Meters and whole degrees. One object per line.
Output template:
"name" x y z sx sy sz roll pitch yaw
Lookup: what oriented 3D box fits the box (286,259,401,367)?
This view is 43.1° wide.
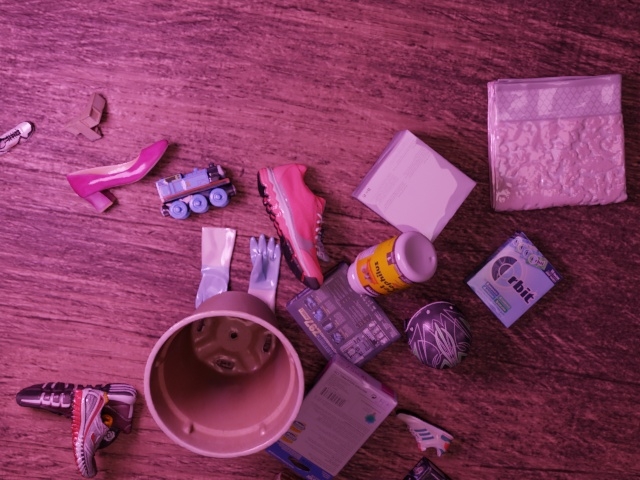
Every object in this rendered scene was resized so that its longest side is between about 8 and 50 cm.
"box" 0.056 0.193 1.967 0.183 0.059 0.233 -38 98 1

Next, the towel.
"towel" 0.570 -0.236 1.952 0.331 0.053 0.317 -4 97 -2

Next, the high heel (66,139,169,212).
"high heel" -0.470 -0.179 1.884 0.244 0.082 0.117 -38 107 14

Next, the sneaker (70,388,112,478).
"sneaker" -0.524 0.448 1.867 0.092 0.088 0.225 -3 111 -20

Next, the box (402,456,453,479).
"box" 0.282 0.659 2.025 0.180 0.077 0.147 41 93 -7

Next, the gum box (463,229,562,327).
"gum box" 0.471 0.095 1.989 0.184 0.041 0.157 -42 97 1

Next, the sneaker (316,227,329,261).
"sneaker" 0.000 0.000 1.952 0.098 0.038 0.069 42 93 -7

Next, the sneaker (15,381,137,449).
"sneaker" -0.582 0.430 1.937 0.281 0.106 0.163 2 100 -4

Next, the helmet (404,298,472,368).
"helmet" 0.281 0.223 1.932 0.169 0.161 0.170 0 96 -3

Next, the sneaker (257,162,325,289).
"sneaker" -0.038 -0.042 1.887 0.136 0.116 0.314 -20 82 -11

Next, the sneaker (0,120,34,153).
"sneaker" -0.713 -0.238 1.881 0.109 0.044 0.040 -39 95 0

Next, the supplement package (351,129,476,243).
"supplement package" 0.213 -0.120 1.894 0.203 0.149 0.194 36 93 -7

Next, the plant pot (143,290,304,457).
"plant pot" -0.206 0.264 1.824 0.333 0.305 0.334 -1 105 -3

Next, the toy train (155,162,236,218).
"toy train" -0.293 -0.116 1.903 0.184 0.080 0.105 -18 91 -1

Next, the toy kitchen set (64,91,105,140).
"toy kitchen set" -0.537 -0.285 1.896 0.083 0.075 0.068 -18 141 30

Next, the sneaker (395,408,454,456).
"sneaker" 0.250 0.481 2.012 0.161 0.057 0.075 28 89 -9

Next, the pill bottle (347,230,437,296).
"pill bottle" 0.157 0.060 1.847 0.117 0.215 0.117 12 67 -32

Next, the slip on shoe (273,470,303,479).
"slip on shoe" -0.057 0.624 2.022 0.135 0.051 0.041 34 133 -14

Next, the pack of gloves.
"pack of gloves" -0.198 0.091 1.948 0.195 0.046 0.232 6 96 -5

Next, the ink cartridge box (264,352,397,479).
"ink cartridge box" 0.023 0.441 1.969 0.185 0.065 0.311 34 107 -6
